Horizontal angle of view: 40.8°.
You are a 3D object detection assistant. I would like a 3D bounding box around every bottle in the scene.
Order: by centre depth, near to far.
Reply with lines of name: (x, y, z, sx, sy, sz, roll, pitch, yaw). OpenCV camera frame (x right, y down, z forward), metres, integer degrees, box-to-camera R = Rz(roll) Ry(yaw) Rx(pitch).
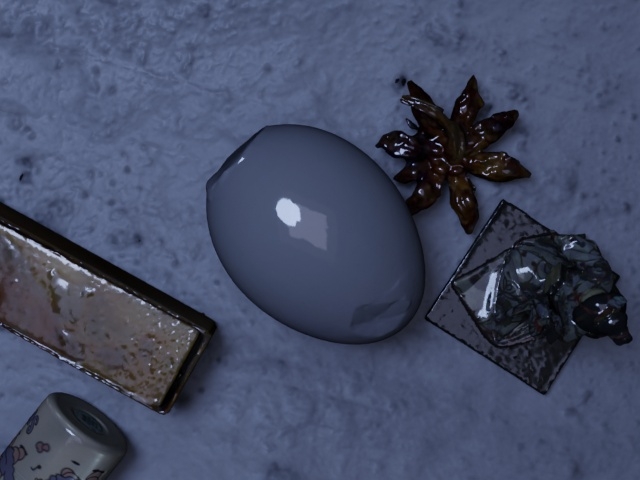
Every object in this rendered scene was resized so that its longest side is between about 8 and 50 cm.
bottle: (-0.294, 0.253, 0.841, 0.110, 0.097, 0.209, 39, 89, 9)

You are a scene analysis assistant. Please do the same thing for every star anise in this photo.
star anise: (0.134, -0.087, 0.879, 0.167, 0.057, 0.168, -1, 99, -9)

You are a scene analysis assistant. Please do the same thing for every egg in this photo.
egg: (0.000, 0.000, 0.812, 0.176, 0.176, 0.232, -40, 98, -2)

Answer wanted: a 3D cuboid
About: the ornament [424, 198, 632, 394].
ornament: (0.223, 0.054, 0.816, 0.153, 0.196, 0.166, 32, 88, -4)

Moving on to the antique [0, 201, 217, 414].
antique: (-0.259, 0.051, 0.845, 0.309, 0.087, 0.093, 30, 91, -4)
